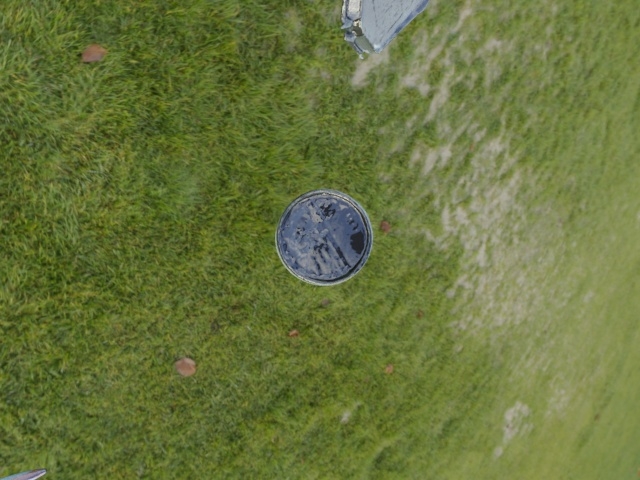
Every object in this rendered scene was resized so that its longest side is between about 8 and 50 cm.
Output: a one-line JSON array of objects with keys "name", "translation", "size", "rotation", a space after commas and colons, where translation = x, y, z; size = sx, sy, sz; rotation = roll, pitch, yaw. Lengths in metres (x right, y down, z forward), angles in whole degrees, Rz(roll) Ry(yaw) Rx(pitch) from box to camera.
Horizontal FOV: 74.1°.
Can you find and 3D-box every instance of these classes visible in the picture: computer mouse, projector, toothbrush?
[{"name": "computer mouse", "translation": [0.091, -0.361, 0.592], "size": [0.231, 0.071, 0.126], "rotation": [-50, 151, -13]}, {"name": "projector", "translation": [0.000, 0.000, 0.610], "size": [0.108, 0.337, 0.108], "rotation": [0, 88, -1]}, {"name": "toothbrush", "translation": [-0.388, 0.266, 0.425], "size": [0.193, 0.013, 0.019], "rotation": [-3, 141, -37]}]
